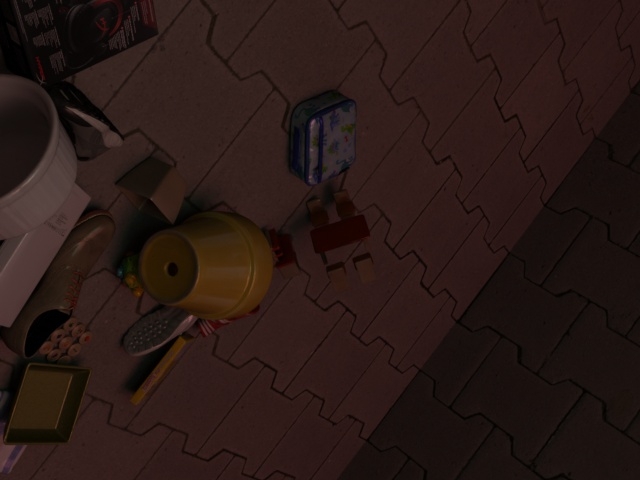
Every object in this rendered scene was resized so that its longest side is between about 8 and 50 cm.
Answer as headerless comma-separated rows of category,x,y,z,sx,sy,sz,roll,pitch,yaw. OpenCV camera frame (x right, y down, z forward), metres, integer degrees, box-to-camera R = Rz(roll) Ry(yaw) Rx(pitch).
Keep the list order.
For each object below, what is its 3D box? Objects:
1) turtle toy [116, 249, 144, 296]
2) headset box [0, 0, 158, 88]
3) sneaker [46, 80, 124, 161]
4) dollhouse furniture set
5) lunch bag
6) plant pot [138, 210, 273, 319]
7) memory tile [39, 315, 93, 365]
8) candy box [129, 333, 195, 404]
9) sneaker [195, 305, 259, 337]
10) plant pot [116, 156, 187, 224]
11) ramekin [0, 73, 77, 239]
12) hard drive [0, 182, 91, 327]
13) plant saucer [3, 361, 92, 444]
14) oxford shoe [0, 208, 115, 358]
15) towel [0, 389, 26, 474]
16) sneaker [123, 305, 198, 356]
turtle toy,-0.421,0.077,2.078,0.130,0.066,0.095,77,32,-51
headset box,-0.421,-0.427,1.598,0.293,0.110,0.218,-34,142,-28
sneaker,-0.452,-0.210,1.708,0.108,0.100,0.271,-40,168,-5
dollhouse furniture set,0.000,0.000,2.387,0.259,0.262,0.135,-19,139,3
lunch bag,0.006,-0.253,2.301,0.176,0.090,0.218,-25,136,-33
plant pot,-0.271,0.059,2.043,0.239,0.254,0.253,-1,120,-63
memory tile,-0.581,0.222,2.055,0.113,0.012,0.148,-46,146,-13
candy box,-0.398,0.324,2.310,0.206,0.027,0.105,-52,177,1
sneaker,-0.256,0.187,2.393,0.128,0.087,0.221,-27,173,22
plant pot,-0.353,-0.114,1.971,0.096,0.109,0.109,-58,148,-18
ramekin,-0.553,-0.134,1.556,0.277,0.277,0.135,-46,153,-13
hard drive,-0.561,0.019,1.765,0.307,0.040,0.203,-59,175,-9
plant saucer,-0.623,0.364,2.057,0.188,0.045,0.188,19,88,-55
oxford shoe,-0.528,0.095,1.903,0.348,0.130,0.123,-53,147,-2
towel,-0.745,0.420,2.008,0.209,0.034,0.285,-57,146,2
sneaker,-0.377,0.215,2.245,0.235,0.090,0.094,-36,157,-21
